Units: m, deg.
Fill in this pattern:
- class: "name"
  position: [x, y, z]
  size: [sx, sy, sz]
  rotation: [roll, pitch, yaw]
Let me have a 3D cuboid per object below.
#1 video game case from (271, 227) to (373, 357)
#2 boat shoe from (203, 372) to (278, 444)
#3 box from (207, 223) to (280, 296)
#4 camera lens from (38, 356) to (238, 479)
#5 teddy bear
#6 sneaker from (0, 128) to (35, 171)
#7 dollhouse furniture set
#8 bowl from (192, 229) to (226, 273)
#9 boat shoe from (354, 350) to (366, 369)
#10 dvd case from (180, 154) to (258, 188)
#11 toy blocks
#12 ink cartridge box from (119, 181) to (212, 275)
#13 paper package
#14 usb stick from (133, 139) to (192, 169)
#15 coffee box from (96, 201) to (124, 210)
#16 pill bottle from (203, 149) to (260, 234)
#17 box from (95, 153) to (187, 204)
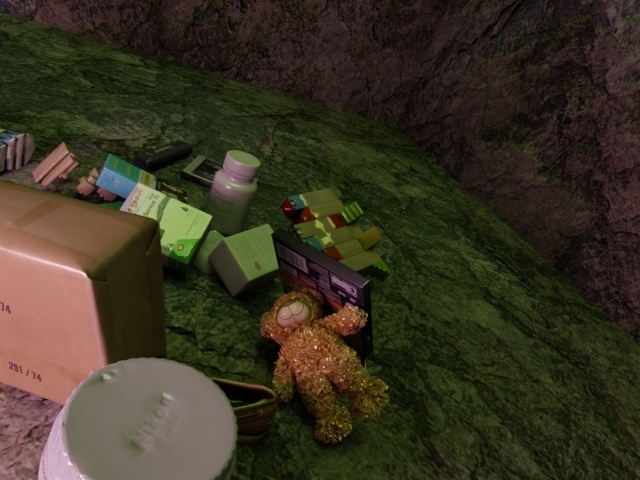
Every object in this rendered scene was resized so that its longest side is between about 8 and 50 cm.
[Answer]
- class: "video game case"
  position: [0.006, 0.122, 1.168]
  size: [0.274, 0.248, 0.035]
  rotation: [29, 53, 33]
- class: "boat shoe"
  position: [-0.227, 0.281, 0.887]
  size: [0.307, 0.105, 0.111]
  rotation: [11, 31, -21]
- class: "box"
  position: [-0.181, 0.049, 1.305]
  size: [0.170, 0.091, 0.130]
  rotation: [-22, 74, -49]
- class: "camera lens"
  position: [-0.236, 0.316, 0.629]
  size: [0.219, 0.275, 0.219]
  rotation: [19, 27, -10]
- class: "teddy bear"
  position: [-0.006, 0.238, 1.026]
  size: [0.113, 0.245, 0.338]
  rotation: [35, 34, -56]
- class: "sneaker"
  position: [-0.916, -0.236, 1.281]
  size: [0.182, 0.128, 0.315]
  rotation: [19, 20, 0]
- class: "dollhouse furniture set"
  position: [-0.689, -0.158, 1.404]
  size: [0.144, 0.123, 0.151]
  rotation: [48, 1, 39]
- class: "bowl"
  position: [-0.297, 0.024, 1.357]
  size: [0.142, 0.053, 0.142]
  rotation: [39, 31, 24]
- class: "boat shoe"
  position: [0.085, 0.303, 1.162]
  size: [0.049, 0.043, 0.137]
  rotation: [24, 28, -4]
- class: "dvd case"
  position: [-0.354, -0.223, 1.783]
  size: [0.238, 0.030, 0.179]
  rotation: [21, 28, -3]
- class: "toy blocks"
  position: [0.000, 0.000, 1.481]
  size: [0.260, 0.191, 0.382]
  rotation: [-17, 66, -45]
- class: "ink cartridge box"
  position: [-0.397, -0.030, 1.250]
  size: [0.208, 0.087, 0.153]
  rotation: [24, 62, -6]
- class: "paper package"
  position: [-0.432, 0.089, 0.799]
  size: [0.324, 0.310, 0.168]
  rotation: [13, 32, 10]
- class: "usb stick"
  position: [-0.546, -0.303, 1.758]
  size: [0.077, 0.045, 0.278]
  rotation: [28, 28, 6]
- class: "coffee box"
  position: [-0.565, -0.047, 1.285]
  size: [0.113, 0.041, 0.184]
  rotation: [39, 31, 26]
- class: "pill bottle"
  position: [-0.261, -0.144, 1.490]
  size: [0.131, 0.230, 0.131]
  rotation: [19, 27, -10]
- class: "box"
  position: [-0.503, -0.148, 1.427]
  size: [0.244, 0.060, 0.101]
  rotation: [27, 23, -28]
